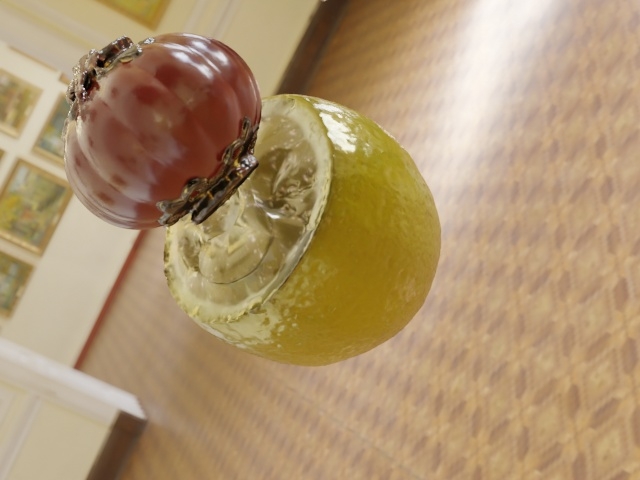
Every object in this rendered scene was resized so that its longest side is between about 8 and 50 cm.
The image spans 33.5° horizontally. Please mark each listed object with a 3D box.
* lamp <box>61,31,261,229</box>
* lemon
[{"bbox_3d":[-0.168,-0.119,1.108,0.227,0.227,0.227,-56,16,26],"label":"lamp"},{"bbox_3d":[0.000,0.000,1.400,0.364,0.364,0.364,-56,16,26],"label":"lemon"}]
